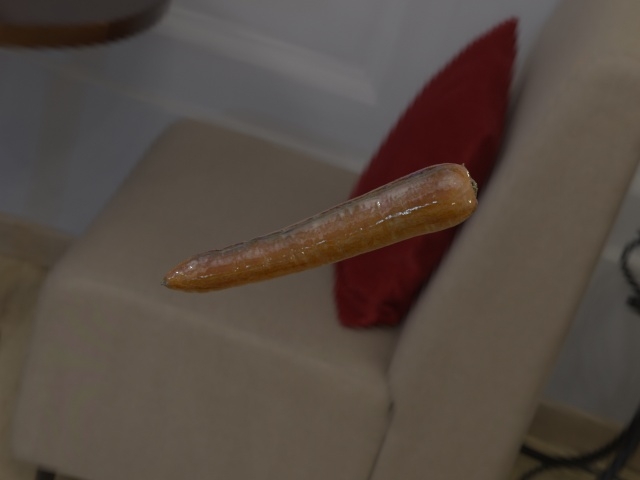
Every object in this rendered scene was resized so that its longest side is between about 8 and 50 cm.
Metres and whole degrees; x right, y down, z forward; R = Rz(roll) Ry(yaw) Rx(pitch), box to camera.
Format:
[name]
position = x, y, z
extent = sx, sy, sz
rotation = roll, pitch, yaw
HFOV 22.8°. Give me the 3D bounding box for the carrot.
[carrot]
position = 0.000, 0.000, 0.910
extent = 0.190, 0.037, 0.037
rotation = -20, 34, 0
